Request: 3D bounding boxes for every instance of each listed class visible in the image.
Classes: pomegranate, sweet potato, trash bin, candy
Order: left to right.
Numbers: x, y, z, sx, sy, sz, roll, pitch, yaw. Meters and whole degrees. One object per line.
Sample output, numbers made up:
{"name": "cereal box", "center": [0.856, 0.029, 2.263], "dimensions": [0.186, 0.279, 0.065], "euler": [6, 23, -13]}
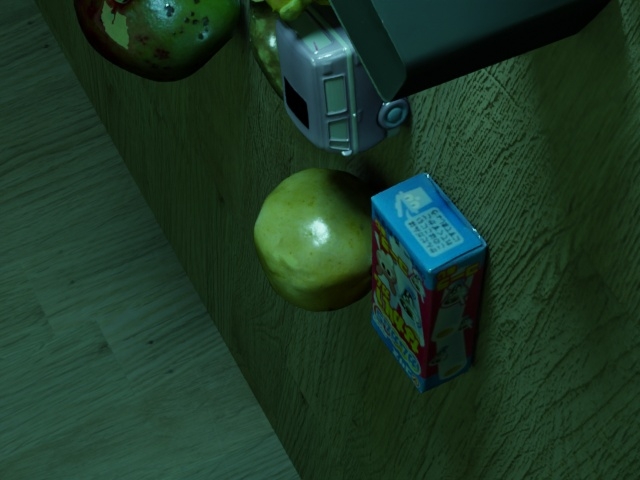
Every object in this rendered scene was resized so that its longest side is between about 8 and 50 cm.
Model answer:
{"name": "pomegranate", "center": [-0.247, -0.410, 2.205], "dimensions": [0.291, 0.323, 0.291], "euler": [5, 96, 45]}
{"name": "sweet potato", "center": [-0.051, -0.281, 1.983], "dimensions": [0.112, 0.085, 0.286], "euler": [7, 120, 65]}
{"name": "pomegranate", "center": [0.006, 0.001, 1.990], "dimensions": [0.233, 0.233, 0.233], "euler": [55, 160, 31]}
{"name": "candy", "center": [0.147, 0.066, 1.848], "dimensions": [0.157, 0.100, 0.306], "euler": [53, 160, 33]}
{"name": "trash bin", "center": [0.135, -0.247, 1.246], "dimensions": [0.165, 0.225, 0.115], "euler": [63, 164, 7]}

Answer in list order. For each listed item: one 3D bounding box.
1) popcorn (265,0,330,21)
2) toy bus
{"name": "popcorn", "center": [-0.009, -0.378, 1.625], "dimensions": [0.197, 0.155, 0.197], "euler": [170, 90, -70]}
{"name": "toy bus", "center": [0.026, -0.220, 1.741], "dimensions": [0.142, 0.142, 0.202], "euler": [50, 158, 39]}
